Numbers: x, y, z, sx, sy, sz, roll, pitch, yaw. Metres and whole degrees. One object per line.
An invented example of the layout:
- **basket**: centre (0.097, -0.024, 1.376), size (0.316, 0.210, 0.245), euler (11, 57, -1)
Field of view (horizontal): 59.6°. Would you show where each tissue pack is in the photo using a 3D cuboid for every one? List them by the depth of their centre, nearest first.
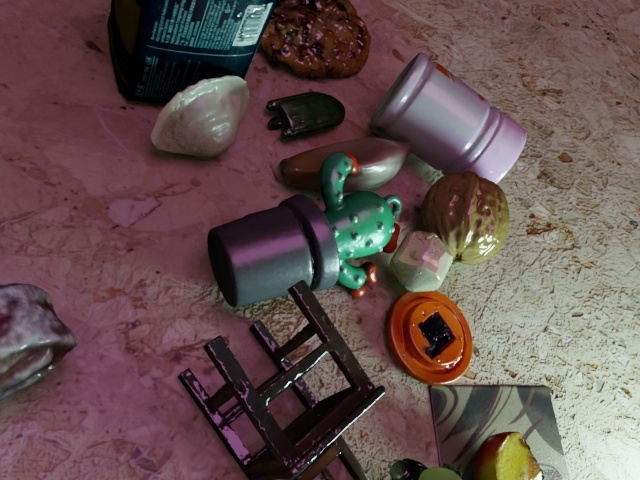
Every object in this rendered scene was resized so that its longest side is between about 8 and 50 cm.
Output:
- **tissue pack**: centre (-0.238, -0.460, 1.034), size (0.264, 0.416, 0.253), euler (-5, 66, -26)

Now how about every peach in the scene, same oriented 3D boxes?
- **peach**: centre (0.345, 0.438, 1.057), size (0.151, 0.118, 0.151), euler (-13, 112, -34)

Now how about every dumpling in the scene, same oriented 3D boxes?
- **dumpling**: centre (-0.224, -0.248, 1.086), size (0.216, 0.166, 0.126), euler (-5, 49, -26)

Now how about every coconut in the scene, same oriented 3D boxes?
- **coconut**: centre (0.204, 0.051, 1.153), size (0.116, 0.116, 0.122), euler (34, 62, -8)

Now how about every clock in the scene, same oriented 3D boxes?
- **clock**: centre (0.230, 0.197, 1.162), size (0.205, 0.051, 0.205), euler (12, 61, -22)

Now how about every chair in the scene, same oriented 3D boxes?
- **chair**: centre (-0.013, 0.310, 0.873), size (0.203, 0.240, 0.416), euler (-32, 82, -36)

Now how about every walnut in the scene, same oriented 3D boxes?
- **walnut**: centre (0.320, -0.052, 1.243), size (0.213, 0.213, 0.213), euler (11, 62, -21)

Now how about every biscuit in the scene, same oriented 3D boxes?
- **biscuit**: centre (-0.020, -0.530, 1.375), size (0.334, 0.081, 0.289), euler (-21, 78, -34)

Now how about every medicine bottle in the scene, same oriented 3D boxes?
- **medicine bottle**: centre (0.302, -0.273, 1.332), size (0.316, 0.202, 0.202), euler (35, 56, -8)

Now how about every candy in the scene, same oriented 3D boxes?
- **candy**: centre (-0.482, 0.157, 0.731), size (0.290, 0.214, 0.157), euler (-26, 78, -30)

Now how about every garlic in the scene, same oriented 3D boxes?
- **garlic**: centre (0.065, -0.161, 1.214), size (0.318, 0.112, 0.143), euler (-7, 35, -24)

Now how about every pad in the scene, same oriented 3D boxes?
- **pad**: centre (0.375, 0.409, 1.159), size (0.330, 0.004, 0.220), euler (6, 64, -24)

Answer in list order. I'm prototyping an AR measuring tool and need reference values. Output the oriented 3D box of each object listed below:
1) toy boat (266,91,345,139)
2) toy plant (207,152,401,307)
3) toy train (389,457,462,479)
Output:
- **toy boat**: centre (-0.027, -0.289, 1.270), size (0.210, 0.052, 0.104), euler (-23, 75, -34)
- **toy plant**: centre (-0.004, -0.013, 1.057), size (0.400, 0.185, 0.279), euler (-17, 82, -24)
- **toy train**: centre (0.209, 0.460, 0.923), size (0.105, 0.157, 0.253), euler (-50, 122, -38)
